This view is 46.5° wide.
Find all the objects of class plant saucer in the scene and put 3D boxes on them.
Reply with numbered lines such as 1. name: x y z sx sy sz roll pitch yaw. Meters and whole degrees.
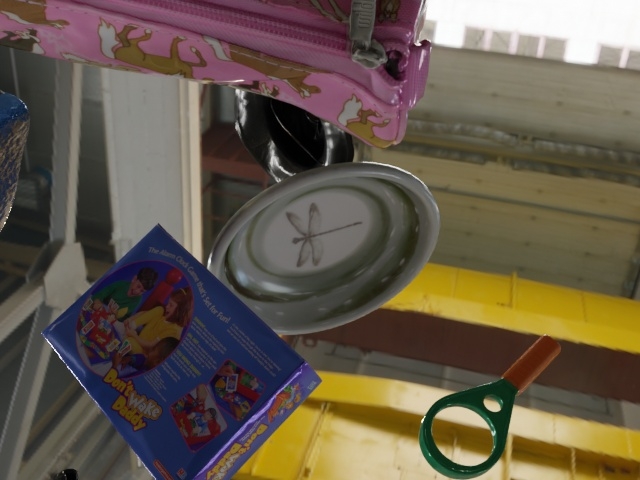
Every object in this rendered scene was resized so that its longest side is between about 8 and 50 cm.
1. plant saucer: 0.000 0.000 1.251 0.400 0.401 0.101 -6 -132 -18

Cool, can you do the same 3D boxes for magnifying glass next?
1. magnifying glass: 0.203 0.184 0.860 0.231 0.026 0.092 -36 -116 -29

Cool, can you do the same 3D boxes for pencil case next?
1. pencil case: -0.113 -0.174 0.493 0.385 0.167 0.160 12 -108 -9

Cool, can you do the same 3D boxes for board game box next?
1. board game box: -0.200 0.161 1.032 0.233 0.078 0.347 -45 -124 -10

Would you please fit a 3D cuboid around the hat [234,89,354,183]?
1. hat: -0.016 -0.226 1.312 0.134 0.332 0.331 -32 -136 -31

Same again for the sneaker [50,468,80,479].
1. sneaker: -0.407 0.538 1.374 0.286 0.130 0.109 34 -166 7

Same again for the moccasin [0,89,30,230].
1. moccasin: -0.534 -0.095 1.126 0.116 0.342 0.138 33 -155 3
